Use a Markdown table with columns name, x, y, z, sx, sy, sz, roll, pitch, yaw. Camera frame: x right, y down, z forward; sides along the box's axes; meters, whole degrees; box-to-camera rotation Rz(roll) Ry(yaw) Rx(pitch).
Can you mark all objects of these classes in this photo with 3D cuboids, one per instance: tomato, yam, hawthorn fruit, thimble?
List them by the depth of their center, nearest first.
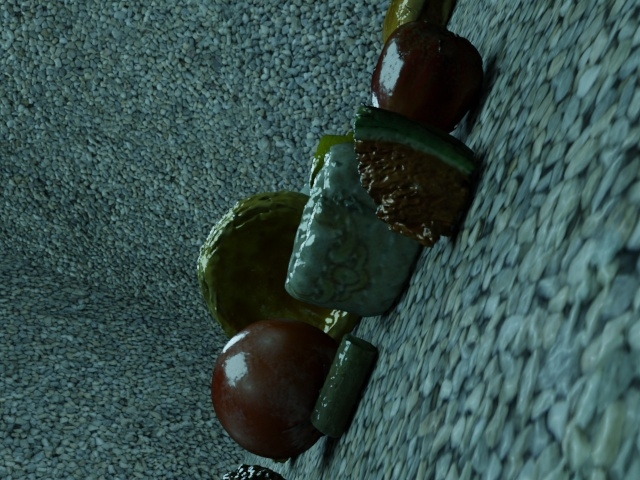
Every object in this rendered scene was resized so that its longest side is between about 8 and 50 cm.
| name | x | y | z | sx | sy | sz | roll | pitch | yaw |
| --- | --- | --- | --- | --- | --- | --- | --- | --- | --- |
| hawthorn fruit | 0.153 | -0.238 | 1.120 | 0.235 | 0.181 | 0.181 | -51 | 12 | 27 |
| yam | 0.038 | 0.245 | 1.174 | 0.068 | 0.068 | 0.169 | -88 | 19 | -79 |
| thimble | 0.067 | -0.018 | 1.204 | 0.291 | 0.195 | 0.292 | -163 | 90 | -82 |
| tomato | -0.084 | 0.274 | 1.308 | 0.265 | 0.264 | 0.265 | -160 | 90 | -87 |

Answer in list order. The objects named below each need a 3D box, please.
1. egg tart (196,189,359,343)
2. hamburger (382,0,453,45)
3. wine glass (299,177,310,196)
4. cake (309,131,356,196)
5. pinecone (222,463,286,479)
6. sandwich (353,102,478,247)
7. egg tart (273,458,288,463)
| name | x | y | z | sx | sy | sz | roll | pitch | yaw |
| --- | --- | --- | --- | --- | --- | --- | --- | --- | --- |
| egg tart | -0.077 | 0.075 | 1.505 | 0.169 | 0.387 | 0.388 | -44 | -24 | -76 |
| hamburger | 0.260 | -0.593 | 1.869 | 0.245 | 0.155 | 0.282 | -85 | 9 | -49 |
| wine glass | 0.000 | 0.000 | 1.828 | 0.238 | 0.238 | 0.323 | 114 | 169 | -46 |
| cake | 0.074 | -0.114 | 1.528 | 0.261 | 0.179 | 0.156 | 87 | -168 | -50 |
| pinecone | -0.124 | 0.530 | 1.292 | 0.184 | 0.179 | 0.205 | -39 | -40 | -51 |
| sandwich | 0.116 | -0.090 | 0.953 | 0.109 | 0.184 | 0.160 | 2 | -68 | -86 |
| egg tart | -0.130 | 0.419 | 1.737 | 0.294 | 0.123 | 0.294 | 177 | 90 | -88 |
